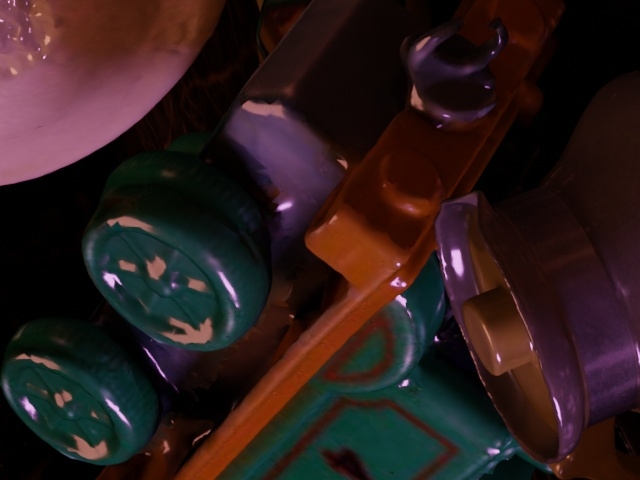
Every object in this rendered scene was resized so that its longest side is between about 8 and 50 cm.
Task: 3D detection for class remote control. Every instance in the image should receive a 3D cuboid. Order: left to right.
[{"bbox_3d":[0.155,0.105,0.837,0.091,0.016,0.034,65,-175,28],"label":"remote control"}]

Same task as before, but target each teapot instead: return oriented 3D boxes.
[{"bbox_3d":[0.111,0.026,0.605,0.130,0.119,0.165,-124,15,-57],"label":"teapot"}]

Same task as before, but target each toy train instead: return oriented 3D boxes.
[{"bbox_3d":[0.012,0.045,0.826,0.249,0.178,0.429,37,143,-3],"label":"toy train"}]

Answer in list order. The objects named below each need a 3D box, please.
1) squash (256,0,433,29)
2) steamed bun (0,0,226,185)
[{"bbox_3d":[0.002,-0.154,0.928,0.094,0.095,0.340,137,113,-80],"label":"squash"},{"bbox_3d":[-0.194,-0.283,1.107,0.456,0.290,0.371,90,177,-55],"label":"steamed bun"}]
